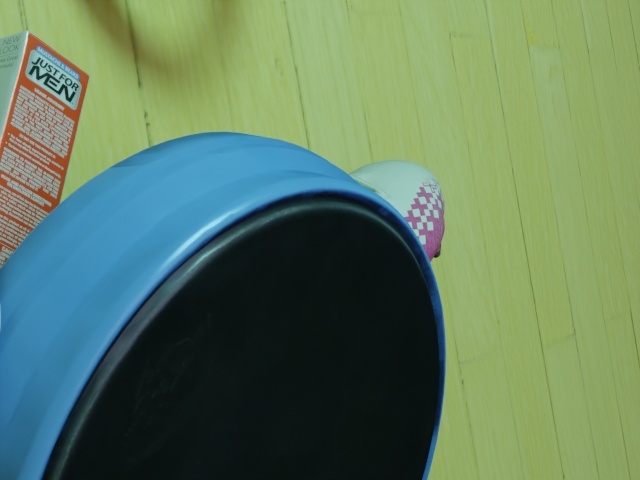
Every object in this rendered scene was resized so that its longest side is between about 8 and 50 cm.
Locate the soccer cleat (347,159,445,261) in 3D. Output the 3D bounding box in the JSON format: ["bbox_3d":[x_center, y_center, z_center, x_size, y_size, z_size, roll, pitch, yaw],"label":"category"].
[{"bbox_3d":[0.000,0.000,0.902,0.331,0.116,0.143,-52,131,-47],"label":"soccer cleat"}]

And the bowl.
[{"bbox_3d":[-0.055,0.135,0.701,0.391,0.077,0.391,-27,126,-46],"label":"bowl"}]

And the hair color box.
[{"bbox_3d":[-0.188,-0.020,0.650,0.053,0.093,0.167,38,52,-47],"label":"hair color box"}]
